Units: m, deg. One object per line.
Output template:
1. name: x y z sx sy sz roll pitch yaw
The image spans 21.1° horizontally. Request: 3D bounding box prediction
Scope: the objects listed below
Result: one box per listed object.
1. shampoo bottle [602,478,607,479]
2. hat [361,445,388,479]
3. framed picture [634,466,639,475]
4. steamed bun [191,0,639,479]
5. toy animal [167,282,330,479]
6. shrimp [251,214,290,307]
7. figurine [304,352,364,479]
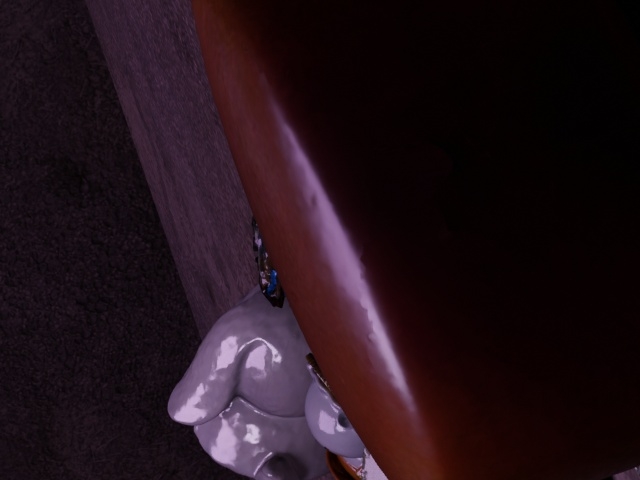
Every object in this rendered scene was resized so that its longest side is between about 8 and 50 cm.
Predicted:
1. shampoo bottle: 0.203 0.219 1.368 0.236 0.068 0.067 67 169 -7
2. hat: 0.133 0.256 1.567 0.257 0.130 0.257 180 90 -74
3. framed picture: 0.221 0.126 1.238 0.089 0.006 0.066 85 159 -59
4. steamed bun: 0.081 -0.034 0.982 0.248 0.235 0.379 111 137 -82
5. toy animal: -0.038 0.161 2.096 0.206 0.271 0.265 -82 7 -52
6. shrimp: -0.062 -0.072 1.972 0.222 0.054 0.290 -126 33 -63
7. figurine: 0.060 0.184 1.787 0.143 0.143 0.271 58 175 40
